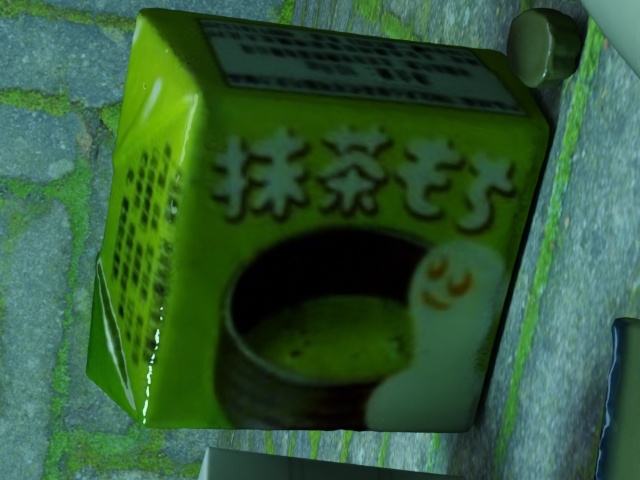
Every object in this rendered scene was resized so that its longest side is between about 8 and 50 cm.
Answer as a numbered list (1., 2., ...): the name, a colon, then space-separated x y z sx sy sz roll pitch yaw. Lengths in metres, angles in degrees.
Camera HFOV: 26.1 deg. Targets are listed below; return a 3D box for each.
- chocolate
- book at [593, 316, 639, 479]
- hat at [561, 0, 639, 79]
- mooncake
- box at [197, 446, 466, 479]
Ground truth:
1. chocolate: 0.000 0.000 1.004 0.137 0.300 0.289 -131 48 -60
2. book: 0.112 0.246 0.549 0.300 0.039 0.428 21 -104 -74
3. hat: 0.145 -0.195 0.712 0.275 0.161 0.232 -98 14 -48
4. mooncake: 0.137 -0.221 1.062 0.150 0.057 0.347 128 154 -47
5. box: 0.008 0.275 0.960 0.252 0.203 0.106 -93 16 -49
